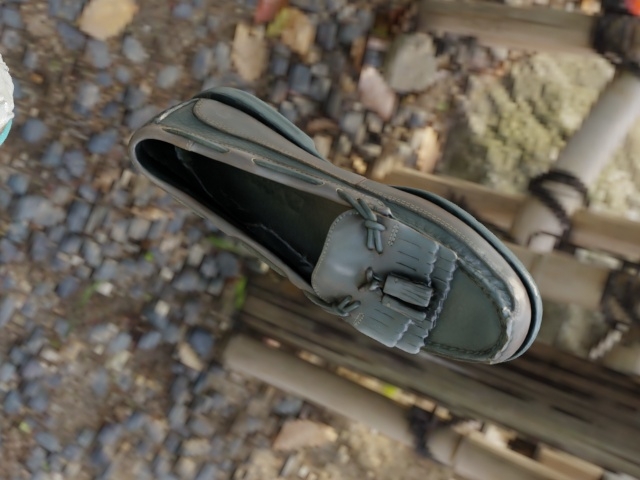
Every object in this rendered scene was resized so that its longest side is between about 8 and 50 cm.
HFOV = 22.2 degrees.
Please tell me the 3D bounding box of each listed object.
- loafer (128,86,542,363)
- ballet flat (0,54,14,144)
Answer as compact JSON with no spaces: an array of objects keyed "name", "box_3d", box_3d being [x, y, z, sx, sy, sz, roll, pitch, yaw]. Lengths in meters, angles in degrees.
[{"name":"loafer","box_3d":[0.000,0.000,0.956,0.084,0.267,0.096,-22,138,-52]},{"name":"ballet flat","box_3d":[-0.368,-0.180,1.363,0.147,0.409,0.147,-11,118,-21]}]
